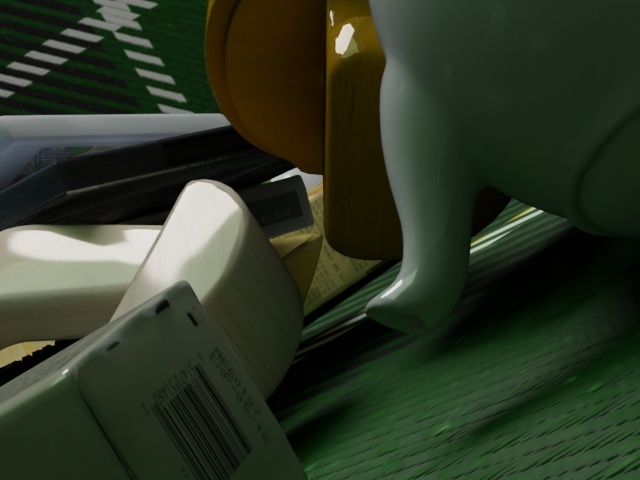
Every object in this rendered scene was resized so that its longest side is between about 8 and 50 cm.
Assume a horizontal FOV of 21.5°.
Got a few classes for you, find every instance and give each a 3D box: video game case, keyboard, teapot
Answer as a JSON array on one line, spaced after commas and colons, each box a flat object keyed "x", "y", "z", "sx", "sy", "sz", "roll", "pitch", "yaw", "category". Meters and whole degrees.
[{"x": -0.104, "y": -0.040, "z": 1.095, "sx": 0.274, "sy": 0.026, "sz": 0.196, "roll": -17, "pitch": -3, "yaw": -41, "category": "video game case"}, {"x": -0.138, "y": 0.049, "z": 1.114, "sx": 0.192, "sy": 0.038, "sz": 0.100, "roll": -28, "pitch": 13, "yaw": -28, "category": "keyboard"}, {"x": 0.157, "y": -0.088, "z": 0.703, "sx": 0.253, "sy": 0.187, "sz": 0.256, "roll": -2, "pitch": -33, "yaw": -37, "category": "teapot"}, {"x": -0.194, "y": -0.016, "z": 1.190, "sx": 0.206, "sy": 0.026, "sz": 0.227, "roll": -44, "pitch": -20, "yaw": 30, "category": "video game case"}]

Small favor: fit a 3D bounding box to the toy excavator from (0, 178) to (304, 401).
[{"x": -0.285, "y": 0.088, "z": 0.955, "sx": 0.445, "sy": 0.222, "sz": 0.433, "roll": -46, "pitch": 42, "yaw": -15, "category": "toy excavator"}]

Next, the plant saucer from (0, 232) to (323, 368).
[{"x": -0.191, "y": 0.115, "z": 1.199, "sx": 0.333, "sy": 0.081, "sz": 0.333, "roll": -14, "pitch": 12, "yaw": 34, "category": "plant saucer"}]

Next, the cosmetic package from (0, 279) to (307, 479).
[{"x": -0.174, "y": 0.149, "z": 0.717, "sx": 0.309, "sy": 0.113, "sz": 0.160, "roll": -31, "pitch": 3, "yaw": 18, "category": "cosmetic package"}]

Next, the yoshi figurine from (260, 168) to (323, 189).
[{"x": 0.016, "y": -0.089, "z": 1.909, "sx": 0.203, "sy": 0.203, "sz": 0.362, "roll": -12, "pitch": 10, "yaw": 26, "category": "yoshi figurine"}]

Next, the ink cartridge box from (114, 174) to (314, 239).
[{"x": -0.106, "y": -0.002, "z": 1.229, "sx": 0.145, "sy": 0.045, "sz": 0.179, "roll": -17, "pitch": 4, "yaw": -28, "category": "ink cartridge box"}]

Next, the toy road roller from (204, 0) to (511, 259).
[{"x": 0.101, "y": -0.111, "z": 0.942, "sx": 0.330, "sy": 0.202, "sz": 0.240, "roll": 1, "pitch": 43, "yaw": 0, "category": "toy road roller"}]

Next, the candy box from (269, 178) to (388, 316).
[{"x": 0.000, "y": 0.000, "z": 1.465, "sx": 0.316, "sy": 0.087, "sz": 0.183, "roll": -34, "pitch": 4, "yaw": -30, "category": "candy box"}]
